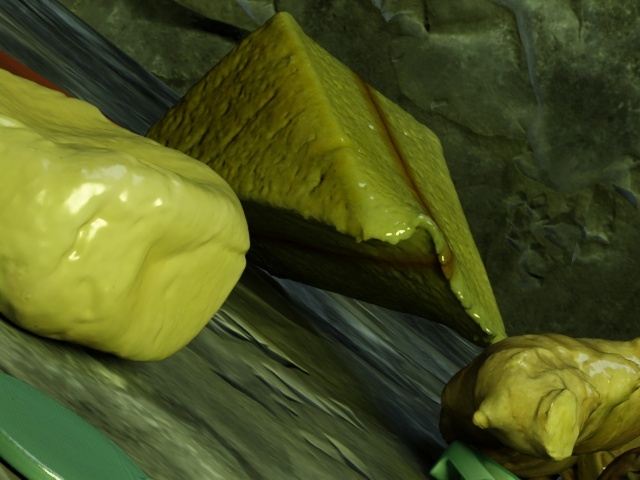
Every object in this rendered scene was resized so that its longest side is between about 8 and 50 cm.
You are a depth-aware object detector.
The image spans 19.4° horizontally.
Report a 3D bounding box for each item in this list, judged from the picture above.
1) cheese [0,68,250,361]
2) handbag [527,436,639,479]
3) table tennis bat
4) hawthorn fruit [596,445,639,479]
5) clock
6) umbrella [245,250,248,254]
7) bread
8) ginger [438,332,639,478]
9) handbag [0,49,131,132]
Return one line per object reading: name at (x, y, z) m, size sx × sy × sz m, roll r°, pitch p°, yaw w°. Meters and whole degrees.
cheese at (-0.157, -0.027, 1.069) m, size 0.214 × 0.117 × 0.226 m, roll 35°, pitch 6°, yaw 36°
handbag at (0.373, 0.304, 1.889) m, size 0.401 × 0.133 × 0.283 m, roll 42°, pitch 11°, yaw 31°
table tennis bat at (-0.100, 0.103, 0.842) m, size 0.155 × 0.019 × 0.100 m, roll 34°, pitch 7°, yaw -30°
hawthorn fruit at (0.338, 0.273, 1.568) m, size 0.251 × 0.199 × 0.199 m, roll 47°, pitch 2°, yaw -20°
clock at (0.149, 0.218, 1.459) m, size 0.108 × 0.045 × 0.147 m, roll 36°, pitch 7°, yaw -22°
umbrella at (-0.169, -0.044, 1.367) m, size 0.073 × 0.067 × 0.337 m, roll 26°, pitch -4°, yaw 37°
bread at (0.000, 0.000, 1.663) m, size 0.233 × 0.245 × 0.362 m, roll 37°, pitch 19°, yaw -31°
ginger at (0.186, 0.129, 1.536) m, size 0.348 × 0.122 × 0.363 m, roll 3°, pitch -12°, yaw -42°
handbag at (-0.206, -0.086, 1.527) m, size 0.190 × 0.063 × 0.127 m, roll 33°, pitch 7°, yaw -28°
